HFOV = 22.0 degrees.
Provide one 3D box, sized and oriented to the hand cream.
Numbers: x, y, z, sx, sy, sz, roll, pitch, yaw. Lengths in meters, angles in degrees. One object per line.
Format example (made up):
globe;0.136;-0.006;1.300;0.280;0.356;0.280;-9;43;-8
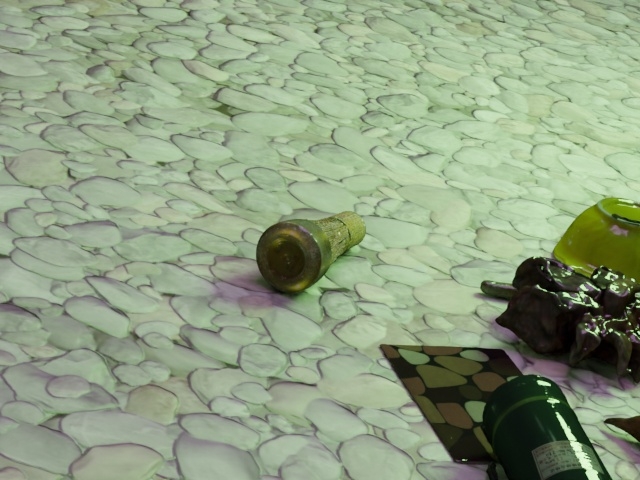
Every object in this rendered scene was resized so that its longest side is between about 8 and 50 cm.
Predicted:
hand cream;0.000;0.000;1.972;0.084;0.084;0.203;21;20;18

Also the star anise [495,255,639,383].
star anise;0.324;0.080;1.932;0.214;0.099;0.220;33;29;18

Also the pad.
pad;0.172;0.172;1.764;0.158;0.003;0.235;3;25;-21

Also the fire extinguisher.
fire extinguisher;0.231;0.242;1.536;0.118;0.093;0.294;-16;30;-3

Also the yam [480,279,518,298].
yam;0.252;0.065;2.019;0.116;0.021;0.021;10;24;-7

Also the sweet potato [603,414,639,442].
sweet potato;0.356;0.205;1.745;0.117;0.049;0.049;13;22;26

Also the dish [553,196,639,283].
dish;0.397;-0.008;2.185;0.149;0.080;0.207;30;28;35
